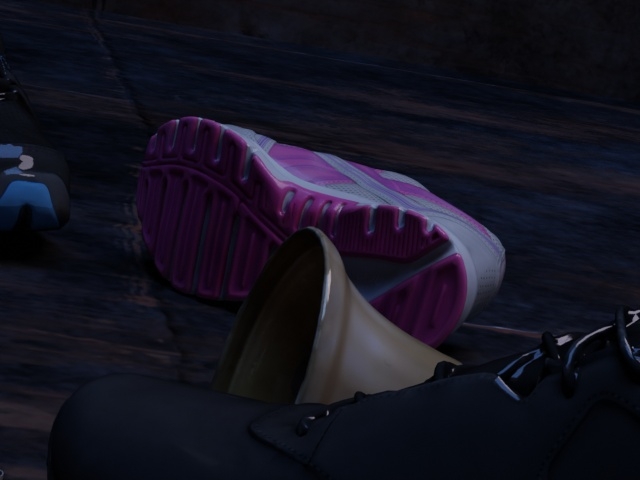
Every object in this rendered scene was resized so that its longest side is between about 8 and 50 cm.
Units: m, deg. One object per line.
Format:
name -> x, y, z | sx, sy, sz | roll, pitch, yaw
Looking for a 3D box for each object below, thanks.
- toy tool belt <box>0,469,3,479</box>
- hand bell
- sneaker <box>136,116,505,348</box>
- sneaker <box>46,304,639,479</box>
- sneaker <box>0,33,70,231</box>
toy tool belt -> -0.159, 0.069, 0.724 | 0.083, 0.051, 0.052 | 12, 12, 4
hand bell -> 0.082, 0.093, 0.774 | 0.242, 0.126, 0.126 | 20, 8, -17
sneaker -> 0.000, 0.000, 1.118 | 0.252, 0.103, 0.111 | 26, 14, 32
sneaker -> 0.058, 0.069, 0.502 | 0.286, 0.130, 0.109 | 15, 15, 22
sneaker -> -0.249, -0.094, 1.215 | 0.125, 0.139, 0.341 | 5, 14, -32
